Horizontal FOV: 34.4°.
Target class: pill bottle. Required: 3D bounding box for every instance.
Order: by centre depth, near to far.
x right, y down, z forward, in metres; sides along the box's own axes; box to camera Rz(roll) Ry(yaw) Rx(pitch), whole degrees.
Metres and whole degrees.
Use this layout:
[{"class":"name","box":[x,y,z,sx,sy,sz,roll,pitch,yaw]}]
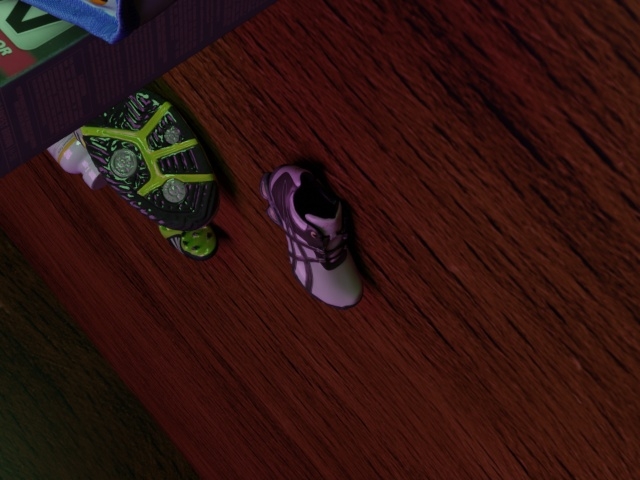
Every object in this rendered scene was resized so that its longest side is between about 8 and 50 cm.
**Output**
[{"class":"pill bottle","box":[-0.400,-0.175,1.678,0.184,0.103,0.103,49,157,8]}]

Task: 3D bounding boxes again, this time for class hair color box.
[{"class":"hair color box","box":[-0.185,-0.228,0.858,0.185,0.374,0.113,45,156,17]}]

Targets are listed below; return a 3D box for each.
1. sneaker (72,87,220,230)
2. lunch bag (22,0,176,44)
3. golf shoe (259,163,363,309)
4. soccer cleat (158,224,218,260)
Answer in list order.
[{"class":"sneaker","box":[-0.276,-0.169,1.467,0.385,0.145,0.147,47,-173,8]},{"class":"lunch bag","box":[-0.137,-0.322,0.706,0.385,0.328,0.239,29,146,41]},{"class":"golf shoe","box":[0.000,0.000,1.221,0.198,0.077,0.094,58,156,-15]},{"class":"soccer cleat","box":[-0.197,0.003,1.624,0.072,0.060,0.179,55,165,-31]}]
